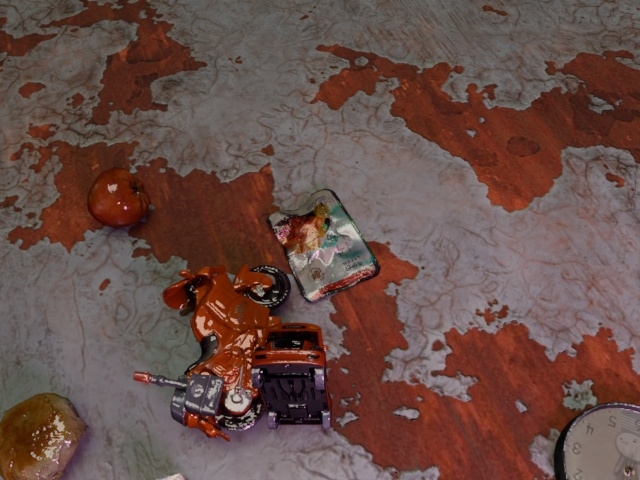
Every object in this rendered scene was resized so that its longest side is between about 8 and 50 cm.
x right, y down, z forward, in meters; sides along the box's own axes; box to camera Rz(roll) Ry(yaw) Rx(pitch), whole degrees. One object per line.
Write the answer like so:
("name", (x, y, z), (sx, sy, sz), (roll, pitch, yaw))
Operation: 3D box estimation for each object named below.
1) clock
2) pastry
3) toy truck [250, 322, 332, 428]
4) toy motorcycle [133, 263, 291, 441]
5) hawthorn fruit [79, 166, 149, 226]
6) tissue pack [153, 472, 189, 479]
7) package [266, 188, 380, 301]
("clock", (0.475, 0.356, 0.940), (0.214, 0.042, 0.215), (-2, 58, 3))
("pastry", (-0.467, 0.328, 1.011), (0.153, 0.081, 0.153), (-1, 61, 2))
("toy truck", (-0.039, 0.210, 0.952), (0.107, 0.253, 0.114), (0, 53, 4))
("toy motorcycle", (-0.181, 0.170, 1.054), (0.221, 0.148, 0.326), (10, 57, 1))
("hawthorn fruit", (-0.416, -0.077, 1.252), (0.125, 0.125, 0.140), (32, 98, 23))
("tissue pack", (-0.221, 0.402, 0.935), (0.058, 0.094, 0.074), (-18, 60, -8))
("package", (0.000, 0.000, 1.210), (0.166, 0.040, 0.232), (-22, 59, -10))
